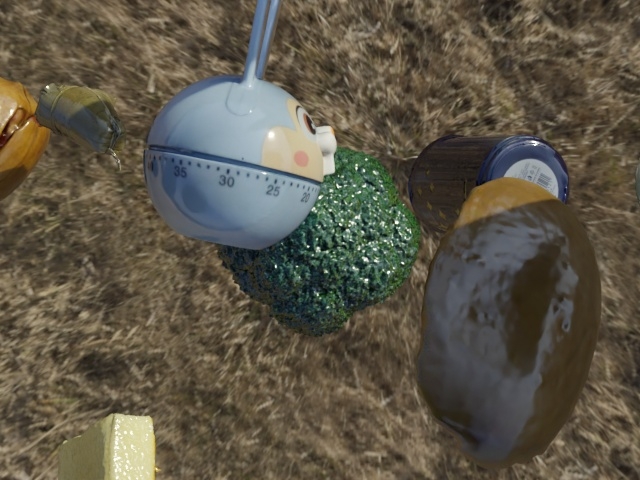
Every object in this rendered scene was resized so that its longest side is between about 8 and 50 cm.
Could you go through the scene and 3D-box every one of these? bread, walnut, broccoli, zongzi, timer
[{"bbox_3d":[-0.235,0.299,0.992,0.125,0.068,0.188,-33,53,38],"label":"bread"},{"bbox_3d":[-0.641,-0.147,1.625,0.336,0.209,0.209,-44,90,-4],"label":"walnut"},{"bbox_3d":[0.000,0.000,1.310,0.297,0.297,0.298,-2,71,7],"label":"broccoli"},{"bbox_3d":[-0.326,-0.187,1.428,0.189,0.178,0.081,29,113,23],"label":"zongzi"},{"bbox_3d":[-0.047,-0.107,0.794,0.175,0.175,0.255,35,90,1],"label":"timer"}]

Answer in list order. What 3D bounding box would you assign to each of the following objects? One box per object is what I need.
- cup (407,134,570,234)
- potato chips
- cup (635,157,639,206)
[{"bbox_3d":[0.308,-0.067,1.488,0.255,0.256,0.178,30,86,-19],"label":"cup"},{"bbox_3d":[0.136,0.052,0.607,0.150,0.049,0.202,38,65,-14],"label":"potato chips"},{"bbox_3d":[0.295,-0.030,0.448,0.258,0.186,0.234,-21,68,-9],"label":"cup"}]
